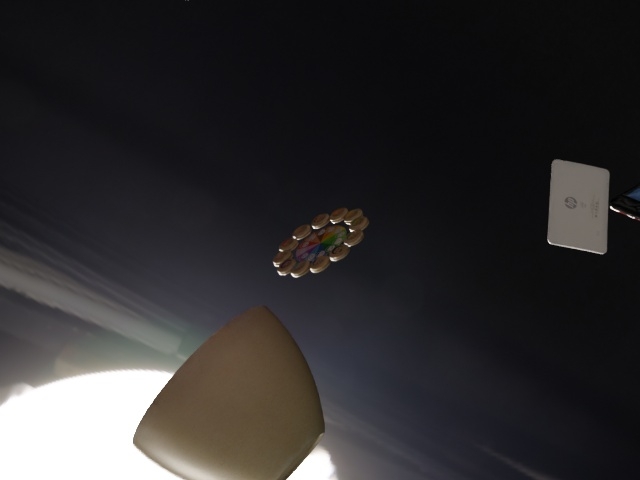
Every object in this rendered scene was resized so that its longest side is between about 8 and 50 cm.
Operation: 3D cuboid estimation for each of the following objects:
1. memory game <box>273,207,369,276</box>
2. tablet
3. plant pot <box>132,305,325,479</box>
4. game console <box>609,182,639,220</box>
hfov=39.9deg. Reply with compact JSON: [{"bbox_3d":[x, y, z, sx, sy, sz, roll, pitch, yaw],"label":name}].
[{"bbox_3d":[0.000,0.000,1.528,0.186,0.186,0.012,-16,-60,28],"label":"memory game"},{"bbox_3d":[0.231,-0.031,0.785,0.054,0.083,0.006,11,-22,-4],"label":"tablet"},{"bbox_3d":[-0.106,0.264,1.294,0.191,0.284,0.284,41,-47,13],"label":"plant pot"},{"bbox_3d":[0.516,-0.088,1.288,0.124,0.144,0.085,32,-41,46],"label":"game console"}]
